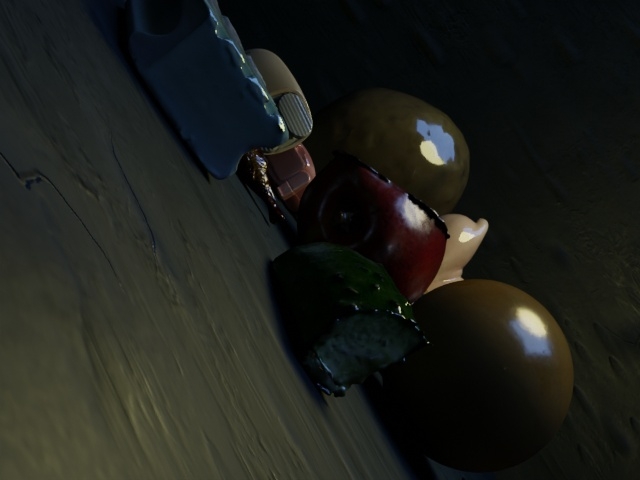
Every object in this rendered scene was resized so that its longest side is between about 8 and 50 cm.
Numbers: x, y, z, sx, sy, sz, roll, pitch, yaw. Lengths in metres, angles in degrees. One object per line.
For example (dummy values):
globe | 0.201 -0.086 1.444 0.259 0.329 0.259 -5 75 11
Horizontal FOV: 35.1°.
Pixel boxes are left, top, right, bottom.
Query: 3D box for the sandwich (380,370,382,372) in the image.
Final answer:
sandwich | 0.155 0.223 1.949 0.094 0.096 0.258 67 10 25

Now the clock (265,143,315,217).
clock | -0.052 -0.129 2.004 0.166 0.092 0.162 60 1 23

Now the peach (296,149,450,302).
peach | 0.077 0.016 1.781 0.257 0.201 0.362 32 -11 18

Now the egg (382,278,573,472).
egg | 0.251 0.218 1.623 0.301 0.301 0.374 60 4 20

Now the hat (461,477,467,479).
hat | 0.275 0.473 1.618 0.173 0.166 0.144 -42 138 -49

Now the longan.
longan | 0.136 -0.178 2.494 0.404 0.404 0.436 57 -18 -19

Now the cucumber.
cucumber | 0.018 0.059 1.237 0.105 0.145 0.325 64 -3 -21

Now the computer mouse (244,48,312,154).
computer mouse | -0.110 -0.272 1.939 0.082 0.145 0.237 85 -20 -63

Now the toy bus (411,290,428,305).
toy bus | 0.135 0.118 1.981 0.182 0.091 0.103 15 37 -41

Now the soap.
soap | -0.160 -0.240 1.325 0.208 0.115 0.347 58 4 -27

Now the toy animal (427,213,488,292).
toy animal | 0.241 0.121 2.249 0.247 0.345 0.277 48 -27 -4

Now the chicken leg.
chicken leg | -0.110 -0.125 1.564 0.219 0.048 0.089 61 8 32
